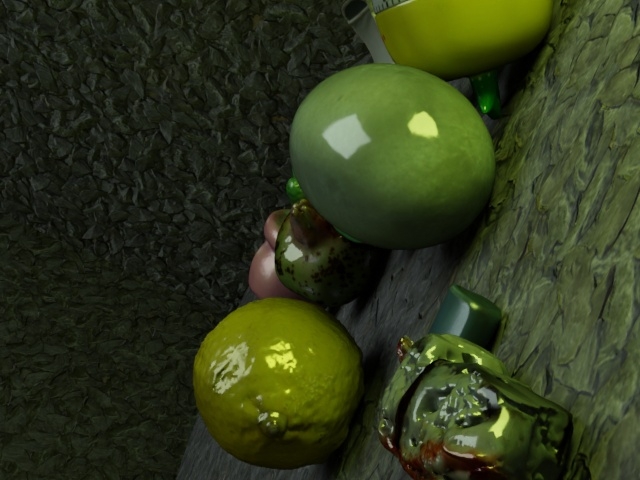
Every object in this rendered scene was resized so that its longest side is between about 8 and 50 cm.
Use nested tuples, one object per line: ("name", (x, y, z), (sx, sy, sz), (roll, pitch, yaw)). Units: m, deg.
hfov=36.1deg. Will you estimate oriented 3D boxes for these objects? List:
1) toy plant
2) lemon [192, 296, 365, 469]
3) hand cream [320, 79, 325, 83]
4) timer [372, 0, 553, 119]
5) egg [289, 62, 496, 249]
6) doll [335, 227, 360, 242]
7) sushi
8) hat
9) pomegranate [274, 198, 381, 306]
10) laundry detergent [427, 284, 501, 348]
("toy plant", (-0.026, -0.033, 2.057), (0.317, 0.211, 0.356), (41, 120, 40))
("lemon", (-0.062, 0.218, 1.505), (0.268, 0.268, 0.322), (-65, 16, 3))
("hand cream", (0.104, -0.211, 1.820), (0.058, 0.331, 0.085), (19, 86, 40))
("timer", (0.223, -0.306, 1.450), (0.285, 0.285, 0.285), (-63, 8, 16))
("egg", (0.097, -0.120, 1.393), (0.352, 0.258, 0.258), (34, 101, 48))
("doll", (0.134, -0.146, 1.694), (0.182, 0.160, 0.363), (114, 178, -52))
("sushi", (0.133, 0.162, 0.885), (0.130, 0.124, 0.332), (-61, 9, -2))
("hat", (0.138, -0.347, 1.692), (0.226, 0.164, 0.219), (25, -134, -85))
("pomegranate", (0.000, 0.000, 1.813), (0.248, 0.214, 0.214), (54, -130, -50))
("laundry detergent", (0.135, 0.156, 1.118), (0.206, 0.061, 0.096), (-65, 16, 7))
